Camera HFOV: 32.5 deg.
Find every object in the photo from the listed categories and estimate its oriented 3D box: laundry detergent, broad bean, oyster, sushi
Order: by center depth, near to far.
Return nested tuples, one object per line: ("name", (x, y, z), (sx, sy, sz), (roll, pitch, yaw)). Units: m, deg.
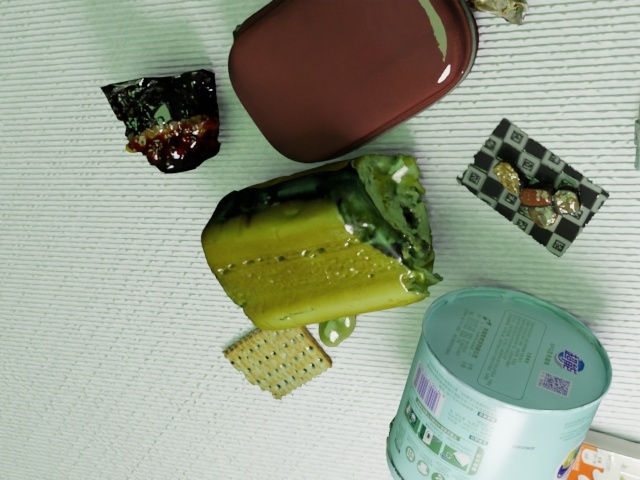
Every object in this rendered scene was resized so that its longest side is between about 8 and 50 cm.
("oyster", (0.246, -0.330, 1.520), (0.093, 0.034, 0.051), (26, 146, 17))
("sushi", (0.304, -0.072, 1.622), (0.201, 0.031, 0.139), (37, 128, 9))
("laundry detergent", (0.256, 0.274, 1.671), (0.287, 0.287, 0.305), (25, 125, 17))
("sushi", (-0.247, -0.188, 1.811), (0.172, 0.153, 0.150), (-9, 90, 13))
("broad bean", (0.028, 0.144, 1.894), (0.063, 0.045, 0.083), (32, 119, 10))

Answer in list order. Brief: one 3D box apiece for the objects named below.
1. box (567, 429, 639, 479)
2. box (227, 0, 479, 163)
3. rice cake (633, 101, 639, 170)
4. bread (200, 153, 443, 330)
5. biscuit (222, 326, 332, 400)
("box", (0.520, 0.452, 1.762), (0.265, 0.048, 0.273), (12, 119, 25))
("box", (0.042, -0.276, 1.618), (0.404, 0.108, 0.263), (-27, 99, 39))
("rice cake", (0.523, -0.138, 1.455), (0.211, 0.038, 0.124), (11, 119, 26))
("bread", (0.000, 0.000, 1.727), (0.377, 0.208, 0.251), (-15, 113, 35))
("biscuit", (-0.078, 0.217, 2.010), (0.203, 0.016, 0.144), (-37, 93, 37))
